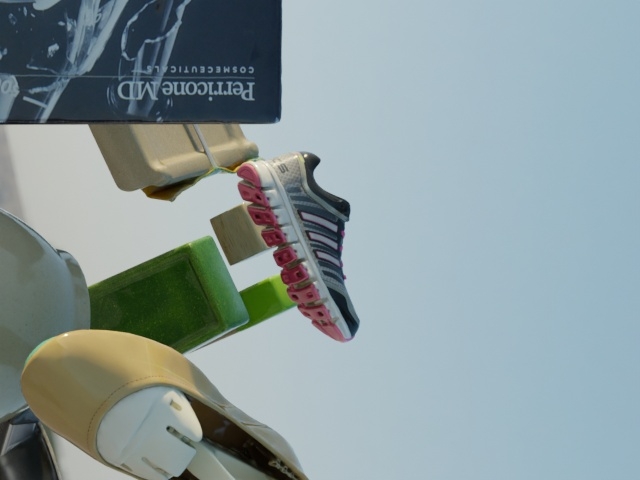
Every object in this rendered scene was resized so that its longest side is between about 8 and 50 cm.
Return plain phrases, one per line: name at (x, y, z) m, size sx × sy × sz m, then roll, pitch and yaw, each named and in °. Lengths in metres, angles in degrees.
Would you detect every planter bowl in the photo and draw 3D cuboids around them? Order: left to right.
planter bowl at (-0.217, 0.050, 1.223) m, size 0.162 × 0.109 × 0.162 m, roll -9°, pitch -101°, yaw 53°

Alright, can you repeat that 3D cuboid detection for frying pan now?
frying pan at (-0.214, 0.174, 1.400) m, size 0.197 × 0.053 × 0.326 m, roll 68°, pitch -28°, yaw 19°

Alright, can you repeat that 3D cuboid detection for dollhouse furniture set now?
dollhouse furniture set at (-0.158, -0.040, 1.773) m, size 0.197 × 0.151 × 0.301 m, roll -21°, pitch 85°, yaw -63°

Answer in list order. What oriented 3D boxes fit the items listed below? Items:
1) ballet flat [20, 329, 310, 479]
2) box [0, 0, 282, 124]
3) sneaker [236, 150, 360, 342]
ballet flat at (-0.077, 0.118, 1.126) m, size 0.232 × 0.080 × 0.073 m, roll 32°, pitch 9°, yaw -45°
box at (-0.205, -0.234, 1.263) m, size 0.179 × 0.343 × 0.312 m, roll -153°, pitch -117°, yaw -74°
sneaker at (0.000, 0.000, 1.560) m, size 0.170 × 0.075 × 0.063 m, roll 63°, pitch -22°, yaw -6°
